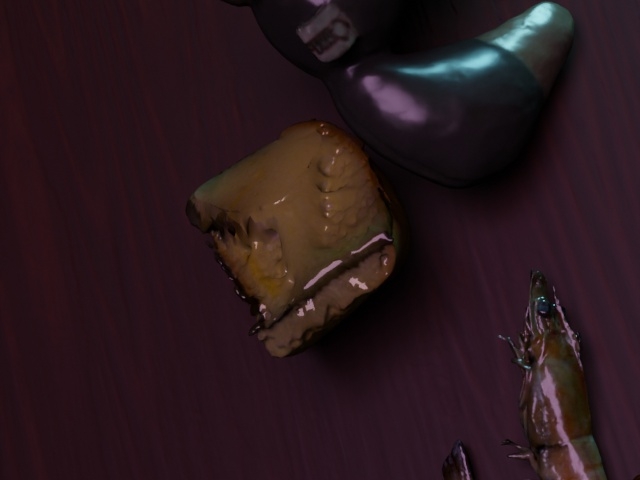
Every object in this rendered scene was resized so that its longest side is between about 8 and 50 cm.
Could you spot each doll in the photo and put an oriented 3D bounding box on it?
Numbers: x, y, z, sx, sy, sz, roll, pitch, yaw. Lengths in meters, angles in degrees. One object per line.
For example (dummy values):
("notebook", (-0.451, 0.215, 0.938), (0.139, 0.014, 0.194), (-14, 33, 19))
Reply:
("doll", (0.101, -0.272, 1.677), (0.382, 0.378, 0.252), (-43, 18, -19))

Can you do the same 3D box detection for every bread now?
("bread", (0.000, 0.000, 1.662), (0.204, 0.162, 0.262), (-39, 41, 11))

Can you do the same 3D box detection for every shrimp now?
("shrimp", (0.188, 0.181, 1.588), (0.169, 0.058, 0.296), (-13, 74, 23))

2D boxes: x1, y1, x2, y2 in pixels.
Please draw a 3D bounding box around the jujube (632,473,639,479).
("jujube", (0.302, 0.275, 1.416), (0.155, 0.230, 0.155), (1, 94, 24))
